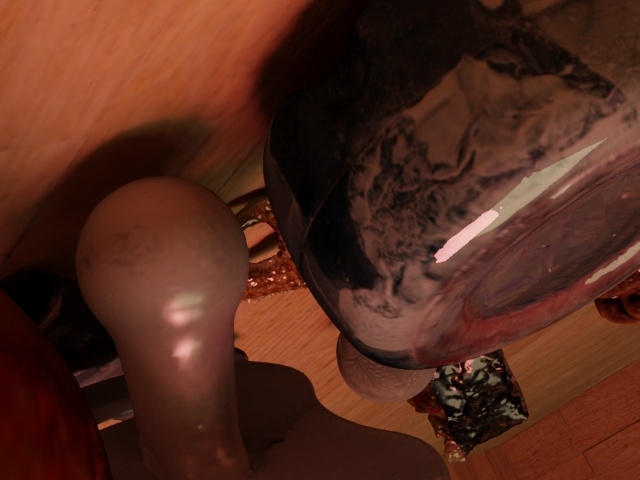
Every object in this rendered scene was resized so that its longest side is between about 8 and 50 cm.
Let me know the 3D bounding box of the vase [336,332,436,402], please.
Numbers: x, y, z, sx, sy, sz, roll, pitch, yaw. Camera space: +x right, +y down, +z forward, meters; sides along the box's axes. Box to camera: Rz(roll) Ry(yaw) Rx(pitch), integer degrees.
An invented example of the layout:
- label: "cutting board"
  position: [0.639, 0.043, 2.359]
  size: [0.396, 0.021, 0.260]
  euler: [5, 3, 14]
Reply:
- label: "vase"
  position: [0.056, 0.069, 1.057]
  size: [0.096, 0.096, 0.219]
  euler: [-26, 161, -6]

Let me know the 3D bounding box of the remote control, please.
- label: "remote control"
  position: [-0.147, 0.087, 0.871]
  size: [0.107, 0.044, 0.377]
  euler: [-35, 164, 4]

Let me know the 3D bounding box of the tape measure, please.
- label: "tape measure"
  position: [0.104, -0.053, 0.638]
  size: [0.275, 0.147, 0.256]
  euler: [-10, 149, -41]

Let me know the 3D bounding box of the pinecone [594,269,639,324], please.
- label: "pinecone"
  position: [0.240, -0.048, 0.820]
  size: [0.207, 0.208, 0.208]
  euler: [-25, 164, -8]

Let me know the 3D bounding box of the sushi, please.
- label: "sushi"
  position: [0.138, 0.128, 1.310]
  size: [0.115, 0.147, 0.212]
  euler: [-23, 147, 7]

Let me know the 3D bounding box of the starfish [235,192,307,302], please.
- label: "starfish"
  position: [0.004, 0.007, 0.842]
  size: [0.238, 0.057, 0.213]
  euler: [-31, 156, 10]

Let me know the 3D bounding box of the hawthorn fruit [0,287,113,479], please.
- label: "hawthorn fruit"
  position: [-0.223, 0.105, 0.421]
  size: [0.308, 0.325, 0.308]
  euler: [-8, -160, 3]

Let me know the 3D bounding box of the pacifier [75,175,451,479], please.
- label: "pacifier"
  position: [-0.081, 0.083, 0.634]
  size: [0.244, 0.233, 0.299]
  euler: [-13, -163, -31]
